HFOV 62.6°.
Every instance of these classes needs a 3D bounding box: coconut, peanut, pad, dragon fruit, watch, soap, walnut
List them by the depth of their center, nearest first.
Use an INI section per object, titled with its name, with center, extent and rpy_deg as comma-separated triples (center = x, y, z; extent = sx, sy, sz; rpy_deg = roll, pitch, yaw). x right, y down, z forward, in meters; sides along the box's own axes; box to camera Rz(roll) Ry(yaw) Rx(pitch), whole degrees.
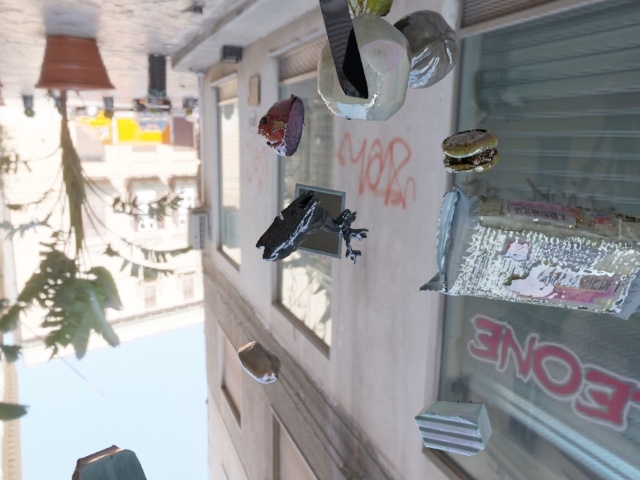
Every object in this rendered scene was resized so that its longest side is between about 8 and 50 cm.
[pad]
center = 0.039, -0.403, 0.996
extent = 0.004, 0.267, 0.181
rpy_deg = -11, -173, 23
[coconut]
center = 0.105, -0.404, 1.224
extent = 0.227, 0.230, 0.227
rpy_deg = 7, -157, -3
[watch]
center = -0.525, 0.656, 1.283
extent = 0.162, 0.253, 0.241
rpy_deg = -8, 151, -44
[peanut]
center = -0.153, 0.300, 1.309
extent = 0.076, 0.076, 0.152
rpy_deg = -8, -154, -40
[walnut]
center = 0.279, -0.539, 1.500
extent = 0.224, 0.224, 0.224
rpy_deg = 1, -169, 0
[soap]
center = 0.406, 0.557, 1.583
extent = 0.230, 0.145, 0.091
rpy_deg = -9, -164, 46
[dragon fruit]
center = -0.155, -0.426, 1.920
extent = 0.148, 0.218, 0.224
rpy_deg = 15, 176, 12

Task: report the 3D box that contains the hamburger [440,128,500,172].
[hamburger]
center = 0.458, -0.283, 1.624
extent = 0.177, 0.113, 0.185
rpy_deg = -21, -151, 14

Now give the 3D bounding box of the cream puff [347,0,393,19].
[cream puff]
center = 0.110, -0.733, 1.539
extent = 0.244, 0.196, 0.244
rpy_deg = 0, -131, 0

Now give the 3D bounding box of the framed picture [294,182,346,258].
[framed picture]
center = -0.004, -0.050, 1.360
extent = 0.142, 0.183, 0.011
rpy_deg = 12, -157, 21

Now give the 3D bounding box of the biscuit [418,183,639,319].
[biscuit]
center = 0.296, 0.016, 0.676
extent = 0.309, 0.186, 0.079
rpy_deg = 9, -138, 5

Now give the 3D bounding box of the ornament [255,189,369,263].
[ornament]
center = 0.000, 0.000, 1.179
extent = 0.236, 0.202, 0.080
rpy_deg = 18, -145, -45
